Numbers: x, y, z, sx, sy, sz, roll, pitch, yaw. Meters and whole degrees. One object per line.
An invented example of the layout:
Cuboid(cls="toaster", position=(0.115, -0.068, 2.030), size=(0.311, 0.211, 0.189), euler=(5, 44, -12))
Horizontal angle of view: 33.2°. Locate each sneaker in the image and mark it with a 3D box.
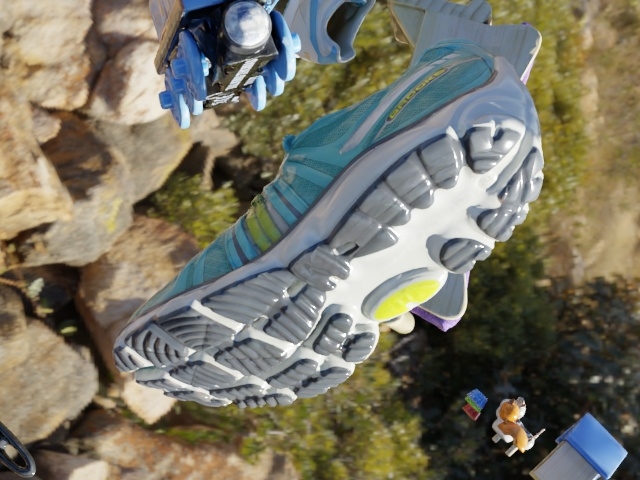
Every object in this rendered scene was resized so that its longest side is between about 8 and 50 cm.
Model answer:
Cuboid(cls="sneaker", position=(0.000, 0.000, 0.573), size=(0.107, 0.275, 0.110), euler=(37, 29, -34))
Cuboid(cls="sneaker", position=(0.027, -0.321, 1.275), size=(0.087, 0.092, 0.229), euler=(0, 108, -53))

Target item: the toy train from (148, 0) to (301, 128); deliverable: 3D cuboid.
Cuboid(cls="toy train", position=(-0.066, -0.135, 0.668), size=(0.080, 0.184, 0.105), euler=(-15, 90, -13))

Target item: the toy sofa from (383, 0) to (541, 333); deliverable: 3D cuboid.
Cuboid(cls="toy sofa", position=(0.117, -0.079, 1.196), size=(0.177, 0.150, 0.363), euler=(15, 84, 10))

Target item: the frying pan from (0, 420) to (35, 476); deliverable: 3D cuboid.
Cuboid(cls="frying pan", position=(-0.464, 0.154, 1.198), size=(0.197, 0.053, 0.326), euler=(-27, 69, 1))

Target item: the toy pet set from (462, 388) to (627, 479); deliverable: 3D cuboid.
Cuboid(cls="toy pet set", position=(0.172, 0.142, 0.819), size=(0.065, 0.122, 0.114), euler=(-43, 78, -5))
